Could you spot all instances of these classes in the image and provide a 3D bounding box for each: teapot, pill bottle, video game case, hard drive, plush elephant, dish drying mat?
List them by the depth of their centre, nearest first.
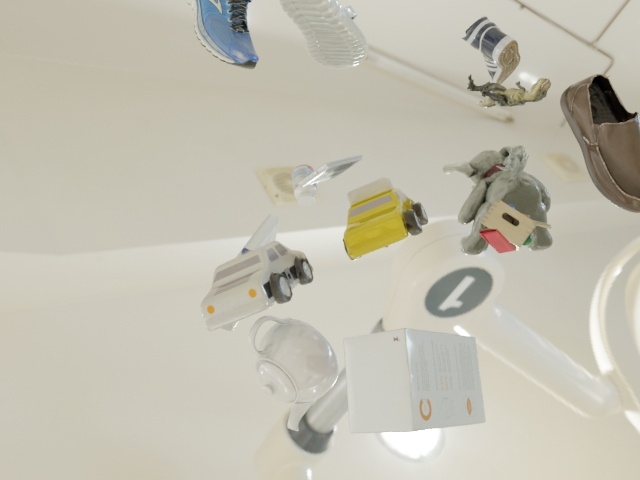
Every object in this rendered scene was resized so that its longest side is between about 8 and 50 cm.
[{"bbox_3d":[0.294,0.001,1.051,0.083,0.032,0.008,33,-127,-46],"label":"dish drying mat"},{"bbox_3d":[-0.089,0.347,1.727,0.256,0.252,0.187,41,-130,14],"label":"teapot"},{"bbox_3d":[-0.192,0.082,1.758,0.040,0.203,0.307,16,-149,8],"label":"hard drive"},{"bbox_3d":[0.495,-0.146,1.801,0.272,0.329,0.255,-9,-149,-6],"label":"plush elephant"},{"bbox_3d":[0.030,-0.208,1.898,0.157,0.143,0.019,-19,-97,-42],"label":"video game case"},{"bbox_3d":[-0.058,-0.201,2.349,0.087,0.087,0.160,16,-134,-29],"label":"pill bottle"}]

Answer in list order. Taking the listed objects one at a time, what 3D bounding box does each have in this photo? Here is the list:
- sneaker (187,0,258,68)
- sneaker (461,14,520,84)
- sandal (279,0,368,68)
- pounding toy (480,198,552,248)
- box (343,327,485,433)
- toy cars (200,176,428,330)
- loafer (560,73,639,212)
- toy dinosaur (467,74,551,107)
[{"bbox_3d":[-0.227,-0.557,1.517,0.130,0.147,0.330,-6,-114,-56],"label":"sneaker"},{"bbox_3d":[0.513,-0.575,1.918,0.153,0.099,0.282,44,-174,16],"label":"sneaker"},{"bbox_3d":[0.026,-0.562,1.621,0.169,0.102,0.416,3,170,17],"label":"sandal"},{"bbox_3d":[0.480,-0.039,1.551,0.141,0.100,0.130,35,-175,17],"label":"pounding toy"},{"bbox_3d":[0.226,0.331,1.488,0.345,0.168,0.214,16,-114,-50],"label":"box"},{"bbox_3d":[0.000,0.000,0.819,0.394,0.176,0.087,-25,-87,-32],"label":"toy cars"},{"bbox_3d":[0.685,-0.232,1.483,0.134,0.130,0.365,-24,-106,-8],"label":"loafer"},{"bbox_3d":[0.407,-0.341,1.478,0.118,0.064,0.268,15,180,-23],"label":"toy dinosaur"}]
